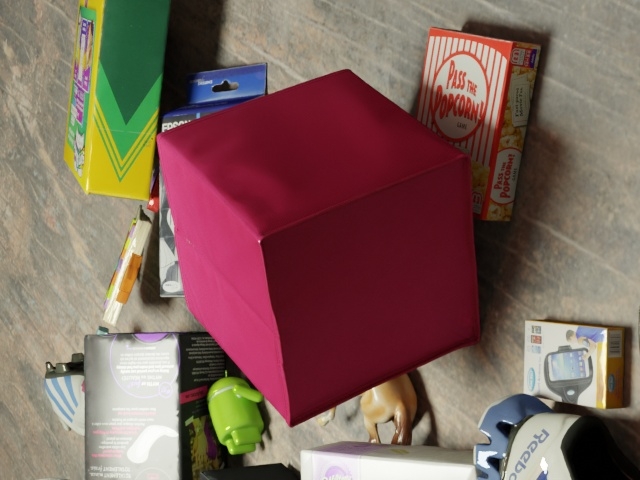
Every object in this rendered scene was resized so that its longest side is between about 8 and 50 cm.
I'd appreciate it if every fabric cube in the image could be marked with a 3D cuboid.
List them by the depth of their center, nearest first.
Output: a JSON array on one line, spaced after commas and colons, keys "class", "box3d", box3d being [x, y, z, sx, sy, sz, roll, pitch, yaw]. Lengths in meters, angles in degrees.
[{"class": "fabric cube", "box3d": [0.000, 0.000, 1.506, 0.258, 0.254, 0.259, 42, 147, 48]}]

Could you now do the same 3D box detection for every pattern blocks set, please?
[{"class": "pattern blocks set", "box3d": [-0.300, 0.036, 2.104, 0.285, 0.026, 0.325, 166, 123, -78]}]

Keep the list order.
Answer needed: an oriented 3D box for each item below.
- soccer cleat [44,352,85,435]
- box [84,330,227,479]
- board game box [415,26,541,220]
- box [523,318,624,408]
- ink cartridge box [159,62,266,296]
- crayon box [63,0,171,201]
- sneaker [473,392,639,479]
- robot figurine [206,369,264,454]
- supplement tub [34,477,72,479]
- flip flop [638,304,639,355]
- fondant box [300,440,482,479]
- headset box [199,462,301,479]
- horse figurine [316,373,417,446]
[{"class": "soccer cleat", "box3d": [-0.350, 0.263, 2.226, 0.331, 0.116, 0.143, -2, 103, 58]}, {"class": "box", "box3d": [-0.235, 0.267, 1.955, 0.165, 0.143, 0.270, -3, 85, 24]}, {"class": "board game box", "box3d": [0.166, -0.131, 1.506, 0.146, 0.045, 0.194, 23, 108, 55]}, {"class": "box", "box3d": [0.251, 0.124, 1.387, 0.136, 0.028, 0.081, 1, 90, 54]}, {"class": "ink cartridge box", "box3d": [-0.154, -0.084, 1.932, 0.165, 0.065, 0.333, -4, 85, 40]}, {"class": "crayon box", "box3d": [-0.319, -0.246, 2.101, 0.363, 0.106, 0.313, -142, 58, -71]}, {"class": "sneaker", "box3d": [0.239, 0.305, 1.309, 0.182, 0.127, 0.316, -11, 78, 58]}, {"class": "robot figurine", "box3d": [-0.120, 0.241, 1.901, 0.115, 0.067, 0.101, 66, 147, 33]}, {"class": "supplement tub", "box3d": [-0.375, 0.527, 2.003, 0.316, 0.228, 0.228, 52, 130, 43]}, {"class": "flip flop", "box3d": [0.340, 0.140, 1.200, 0.080, 0.112, 0.277, -12, 75, 29]}, {"class": "fondant box", "box3d": [0.099, 0.393, 1.480, 0.238, 0.096, 0.330, -2, 88, 39]}, {"class": "headset box", "box3d": [-0.060, 0.448, 1.738, 0.246, 0.131, 0.283, 30, 115, 54]}, {"class": "horse figurine", "box3d": [0.053, 0.185, 1.648, 0.263, 0.066, 0.174, 54, 136, 44]}]
